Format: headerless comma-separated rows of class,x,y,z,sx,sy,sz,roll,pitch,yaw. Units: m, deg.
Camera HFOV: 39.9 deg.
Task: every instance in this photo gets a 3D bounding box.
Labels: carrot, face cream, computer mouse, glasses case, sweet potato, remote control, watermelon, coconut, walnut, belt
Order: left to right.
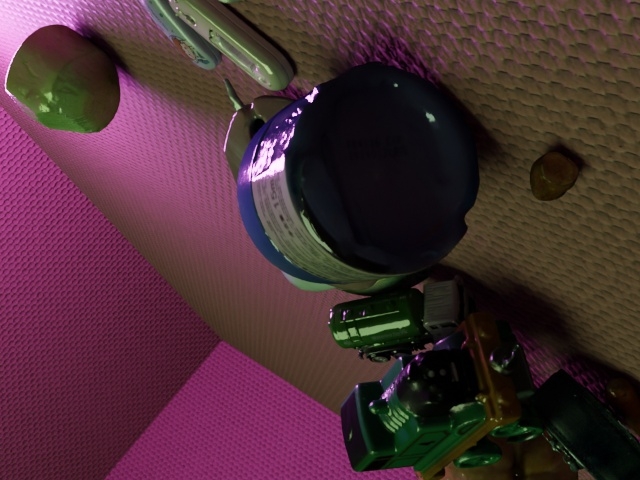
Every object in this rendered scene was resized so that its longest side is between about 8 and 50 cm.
coconut,-0.526,-0.325,1.785,0.236,0.236,0.204,33,128,23
glasses case,-0.217,-0.331,1.333,0.178,0.045,0.067,48,163,-28
remote control,-0.131,-0.291,1.252,0.221,0.042,0.078,39,165,3
computer mouse,-0.033,-0.080,1.325,0.389,0.199,0.115,56,-156,-10
face cream,0.044,-0.071,1.074,0.249,0.249,0.225,44,163,-13
watermelon,0.116,0.056,1.551,0.146,0.128,0.231,30,172,-39
walnut,0.323,0.413,1.685,0.306,0.306,0.344,40,167,0
sweet potato,0.256,-0.067,0.985,0.049,0.049,0.117,37,175,11
belt,0.430,0.316,1.403,0.206,0.116,0.267,49,-176,38
carrot,0.491,0.274,1.373,0.048,0.048,0.216,23,161,47

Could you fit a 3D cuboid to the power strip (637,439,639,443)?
power strip,0.524,0.359,1.544,0.227,0.029,0.080,25,160,42

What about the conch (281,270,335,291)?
conch,-0.003,-0.003,1.505,0.121,0.185,0.221,32,137,-33

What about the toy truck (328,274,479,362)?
toy truck,0.138,0.132,1.480,0.242,0.101,0.125,-13,146,27

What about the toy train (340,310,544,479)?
toy train,0.180,0.258,1.392,0.429,0.249,0.178,115,149,-57

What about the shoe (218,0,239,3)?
shoe,-0.154,-0.364,1.068,0.169,0.071,0.099,33,160,10
